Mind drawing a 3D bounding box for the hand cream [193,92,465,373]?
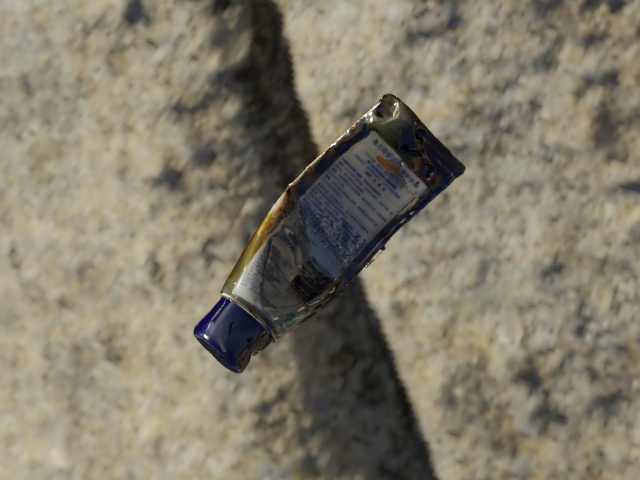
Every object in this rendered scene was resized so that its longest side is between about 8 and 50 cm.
[{"bbox_3d":[0.000,0.000,0.995,0.062,0.163,0.039,45,174,-12],"label":"hand cream"}]
